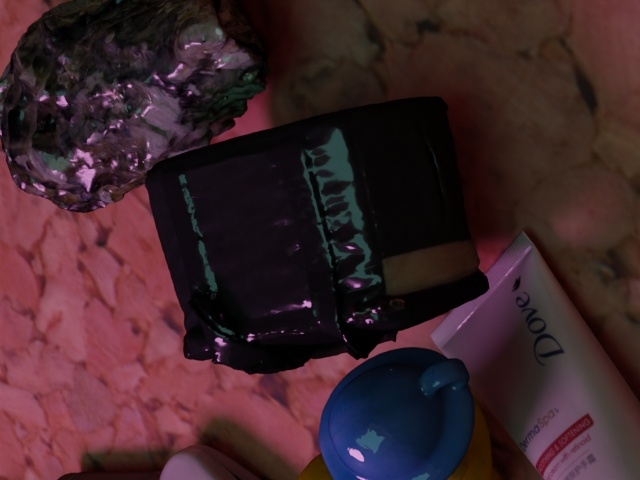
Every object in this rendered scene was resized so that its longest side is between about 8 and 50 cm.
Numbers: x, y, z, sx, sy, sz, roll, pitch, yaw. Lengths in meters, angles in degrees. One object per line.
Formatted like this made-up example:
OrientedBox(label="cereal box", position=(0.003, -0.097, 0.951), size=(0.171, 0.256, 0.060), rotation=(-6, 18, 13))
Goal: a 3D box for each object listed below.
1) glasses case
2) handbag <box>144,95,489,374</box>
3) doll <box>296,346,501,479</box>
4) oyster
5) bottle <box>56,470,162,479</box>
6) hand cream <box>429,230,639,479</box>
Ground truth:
OrientedBox(label="glasses case", position=(-0.050, 0.272, 1.498), size=(0.233, 0.059, 0.092), rotation=(38, 124, 19))
OrientedBox(label="handbag", position=(0.000, 0.000, 1.286), size=(0.254, 0.181, 0.181), rotation=(-11, 92, 39))
OrientedBox(label="doll", position=(0.060, 0.190, 1.289), size=(0.145, 0.199, 0.363), rotation=(57, 153, 27))
OrientedBox(label="oyster", position=(-0.156, -0.127, 1.387), size=(0.162, 0.158, 0.351), rotation=(38, 149, -22))
OrientedBox(label="bottle", position=(-0.194, 0.245, 1.601), size=(0.140, 0.053, 0.053), rotation=(-7, 102, 38))
OrientedBox(label="hand cream", position=(0.186, 0.124, 1.262), size=(0.248, 0.083, 0.133), rotation=(53, 128, 22))
